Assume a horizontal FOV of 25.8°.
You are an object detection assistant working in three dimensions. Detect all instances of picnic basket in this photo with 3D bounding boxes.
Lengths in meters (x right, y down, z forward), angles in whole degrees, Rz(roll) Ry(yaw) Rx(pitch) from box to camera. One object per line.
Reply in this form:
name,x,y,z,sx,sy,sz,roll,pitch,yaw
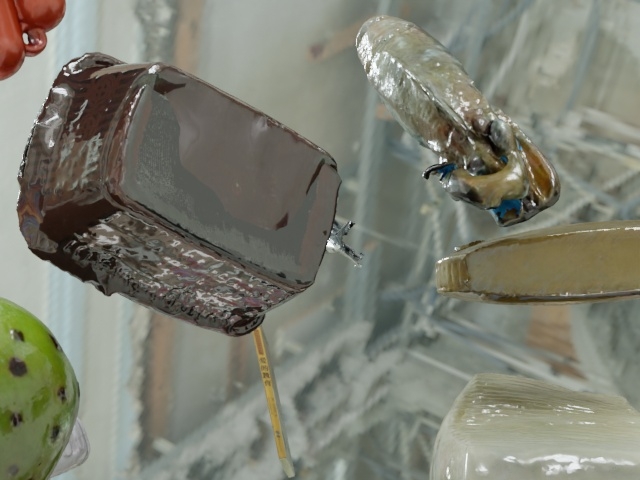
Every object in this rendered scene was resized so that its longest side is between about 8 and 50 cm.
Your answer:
picnic basket,-0.117,-0.045,1.291,0.297,0.129,0.222,27,-113,-31

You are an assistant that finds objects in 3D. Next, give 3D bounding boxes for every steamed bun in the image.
steamed bun,0.236,0.291,1.488,0.383,0.247,0.236,-55,-31,-82

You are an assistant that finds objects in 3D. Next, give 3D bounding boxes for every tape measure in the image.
tape measure,-0.455,0.332,2.144,0.197,0.236,0.120,-18,-94,-37

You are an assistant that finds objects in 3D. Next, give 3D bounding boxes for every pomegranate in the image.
pomegranate,-0.356,0.135,1.201,0.231,0.286,0.231,-60,-6,-11

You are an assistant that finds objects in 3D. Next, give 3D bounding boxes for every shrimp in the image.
shrimp,0.145,-0.126,1.544,0.110,0.446,0.221,-38,-63,7

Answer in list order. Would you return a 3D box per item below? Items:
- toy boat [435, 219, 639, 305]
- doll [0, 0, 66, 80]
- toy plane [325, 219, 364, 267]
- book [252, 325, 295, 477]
toy boat,0.285,0.026,1.532,0.121,0.321,0.089,4,-100,-76
doll,-0.307,-0.288,1.289,0.161,0.130,0.290,-11,-96,-36
toy plane,0.008,-0.013,1.901,0.082,0.160,0.234,-53,13,-13
book,-0.056,0.188,1.660,0.118,0.012,0.172,79,178,-70
